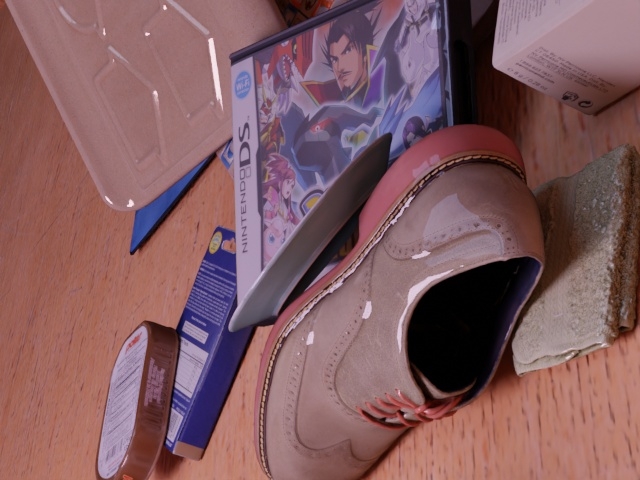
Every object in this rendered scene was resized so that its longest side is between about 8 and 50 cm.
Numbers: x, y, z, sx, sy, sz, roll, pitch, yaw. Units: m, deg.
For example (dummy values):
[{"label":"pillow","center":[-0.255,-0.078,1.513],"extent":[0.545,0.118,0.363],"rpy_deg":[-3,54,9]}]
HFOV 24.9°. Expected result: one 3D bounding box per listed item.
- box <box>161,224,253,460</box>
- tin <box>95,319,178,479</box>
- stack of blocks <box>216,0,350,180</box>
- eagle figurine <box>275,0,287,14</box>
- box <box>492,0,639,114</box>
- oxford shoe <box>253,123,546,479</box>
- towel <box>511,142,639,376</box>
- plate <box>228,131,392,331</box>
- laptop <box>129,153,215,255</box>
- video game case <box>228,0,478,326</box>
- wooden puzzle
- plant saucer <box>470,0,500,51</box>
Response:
[{"label":"box","center":[-0.114,0.100,1.476],"extent":[0.136,0.036,0.225],"rpy_deg":[18,88,67]},{"label":"tin","center":[-0.189,0.169,1.490],"extent":[0.106,0.040,0.190],"rpy_deg":[-38,36,43]},{"label":"stack of blocks","center":[0.015,-0.178,1.401],"extent":[0.297,0.087,0.171],"rpy_deg":[-62,23,10]},{"label":"eagle figurine","center":[-0.022,-0.408,1.587],"extent":[0.298,0.226,0.225],"rpy_deg":[-55,5,37]},{"label":"box","center":[0.232,-0.194,0.935],"extent":[0.275,0.094,0.113],"rpy_deg":[-31,41,53]},{"label":"oxford shoe","center":[0.045,0.086,1.016],"extent":[0.130,0.123,0.348],"rpy_deg":[-107,34,-46]},{"label":"towel","center":[0.169,0.013,0.959],"extent":[0.110,0.027,0.148],"rpy_deg":[-30,42,53]},{"label":"plate","center":[0.000,0.000,1.067],"extent":[0.188,0.024,0.188],"rpy_deg":[-50,-5,-6]},{"label":"laptop","center":[-0.213,-0.273,1.820],"extent":[0.236,0.408,0.382],"rpy_deg":[-16,44,16]},{"label":"video game case","center":[0.021,-0.070,1.191],"extent":[0.274,0.035,0.248],"rpy_deg":[-15,72,48]},{"label":"wooden puzzle","center":[-0.172,-0.232,1.469],"extent":[0.348,0.080,0.322],"rpy_deg":[-31,85,48]},{"label":"plant saucer","center":[0.111,-0.197,1.255],"extent":[0.168,0.029,0.168],"rpy_deg":[-38,29,26]}]
